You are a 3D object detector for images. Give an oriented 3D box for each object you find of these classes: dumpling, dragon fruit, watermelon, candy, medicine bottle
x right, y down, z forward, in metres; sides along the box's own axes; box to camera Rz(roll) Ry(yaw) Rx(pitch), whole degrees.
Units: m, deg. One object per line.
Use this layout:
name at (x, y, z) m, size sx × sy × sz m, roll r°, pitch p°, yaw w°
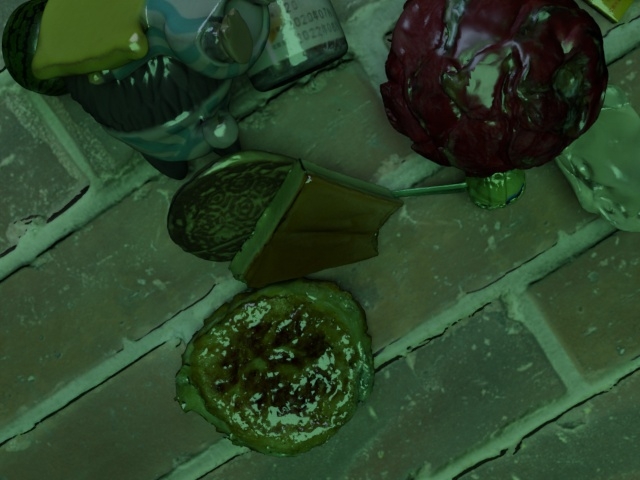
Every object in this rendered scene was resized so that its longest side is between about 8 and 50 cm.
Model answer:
dumpling at (0.465, -0.122, 1.235) m, size 0.162 × 0.132 × 0.250 m, roll -28°, pitch 99°, yaw 1°
dragon fruit at (0.251, -0.243, 1.124) m, size 0.329 × 0.329 × 0.329 m, roll 0°, pitch 100°, yaw 0°
watermelon at (-0.419, -0.320, 1.201) m, size 0.140 × 0.141 × 0.187 m, roll 9°, pitch 93°, yaw -1°
candy at (0.167, -0.083, 1.276) m, size 0.335 × 0.093 × 0.092 m, roll -5°, pitch 101°, yaw 8°
medicine bottle at (-0.081, -0.379, 1.175) m, size 0.165 × 0.165 × 0.273 m, roll -25°, pitch 99°, yaw 4°

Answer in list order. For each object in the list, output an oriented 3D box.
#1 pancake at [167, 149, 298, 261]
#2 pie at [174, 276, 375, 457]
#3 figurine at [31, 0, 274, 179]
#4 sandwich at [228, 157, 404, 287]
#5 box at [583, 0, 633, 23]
pancake at (-0.124, -0.053, 1.227) m, size 0.250 × 0.031 × 0.250 m, roll -14°, pitch 143°, yaw -11°
pie at (-0.074, 0.217, 1.312) m, size 0.354 × 0.103 × 0.288 m, roll -37°, pitch 104°, yaw 4°
figurine at (-0.176, -0.247, 1.139) m, size 0.361 × 0.378 × 0.266 m, roll 11°, pitch 71°, yaw 28°
sandwich at (0.000, 0.000, 1.257) m, size 0.212 × 0.063 × 0.245 m, roll 15°, pitch 128°, yaw -30°
box at (0.438, -0.428, 1.237) m, size 0.155 × 0.023 × 0.087 m, roll 35°, pitch 101°, yaw -6°
